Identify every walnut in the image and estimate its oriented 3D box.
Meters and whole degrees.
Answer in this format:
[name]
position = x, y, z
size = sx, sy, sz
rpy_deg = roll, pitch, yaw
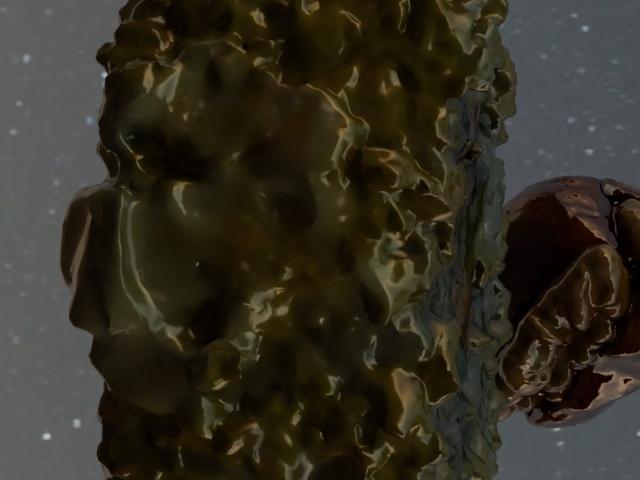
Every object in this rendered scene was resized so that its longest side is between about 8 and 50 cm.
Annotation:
[walnut]
position = 0.233, 0.074, 1.315
size = 0.222, 0.244, 0.269
rpy_deg = 31, -49, 4

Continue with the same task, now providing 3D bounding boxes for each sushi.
[sushi]
position = 0.000, 0.000, 0.873
size = 0.240, 0.351, 0.396
rpy_deg = 3, -88, 12
